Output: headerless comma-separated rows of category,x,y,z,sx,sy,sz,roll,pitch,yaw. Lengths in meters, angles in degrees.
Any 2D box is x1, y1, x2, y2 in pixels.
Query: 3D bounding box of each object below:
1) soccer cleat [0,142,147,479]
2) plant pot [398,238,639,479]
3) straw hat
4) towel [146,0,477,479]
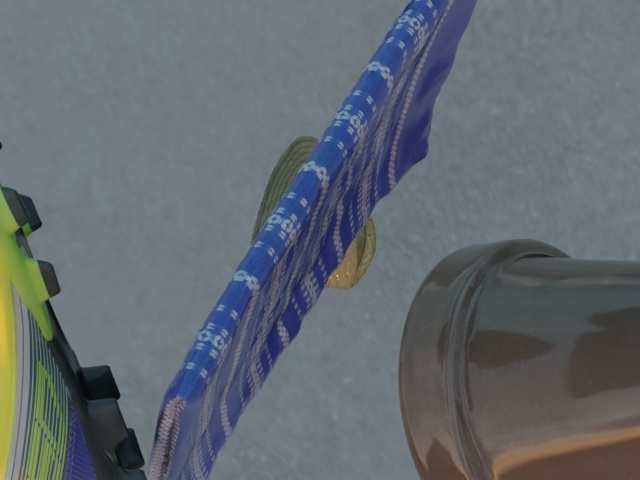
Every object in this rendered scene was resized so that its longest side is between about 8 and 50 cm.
soccer cleat,-0.181,0.037,0.718,0.121,0.289,0.093,-23,18,-5
plant pot,0.229,0.111,1.178,0.229,0.263,0.263,-16,47,44
straw hat,0.006,0.000,1.075,0.061,0.144,0.144,11,62,23
towel,0.000,0.000,0.874,0.040,0.243,0.336,29,63,6
